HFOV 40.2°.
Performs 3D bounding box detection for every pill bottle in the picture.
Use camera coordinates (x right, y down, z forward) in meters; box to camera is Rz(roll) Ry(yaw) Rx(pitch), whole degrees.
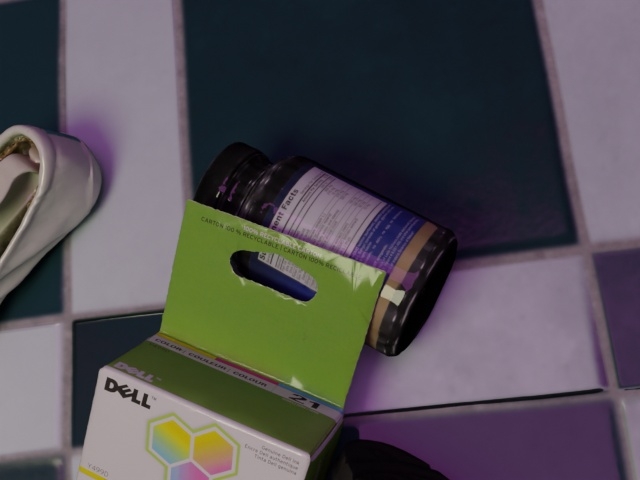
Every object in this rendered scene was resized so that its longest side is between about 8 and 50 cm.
[{"bbox_3d":[0.000,0.000,0.774,0.219,0.123,0.123,28,80,16],"label":"pill bottle"}]

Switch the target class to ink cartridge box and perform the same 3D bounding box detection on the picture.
[{"bbox_3d":[-0.077,0.120,0.707,0.188,0.097,0.255,20,109,14],"label":"ink cartridge box"}]

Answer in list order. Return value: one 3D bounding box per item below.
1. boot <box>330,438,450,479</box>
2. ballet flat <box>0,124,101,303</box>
[{"bbox_3d":[0.051,0.353,0.661,0.260,0.131,0.348,-54,43,19],"label":"boot"},{"bbox_3d":[-0.368,0.046,0.815,0.139,0.139,0.400,36,83,17],"label":"ballet flat"}]
